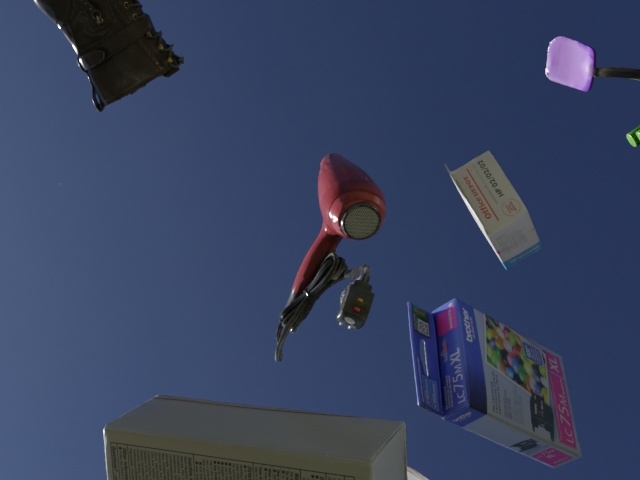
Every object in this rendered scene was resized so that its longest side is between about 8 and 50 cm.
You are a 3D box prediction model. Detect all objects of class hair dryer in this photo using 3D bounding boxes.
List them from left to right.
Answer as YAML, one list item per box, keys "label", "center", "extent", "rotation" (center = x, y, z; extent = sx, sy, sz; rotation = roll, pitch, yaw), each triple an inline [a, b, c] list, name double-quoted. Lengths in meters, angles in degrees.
- label: "hair dryer"
  center: [0.000, 0.000, 1.111]
  extent: [0.080, 0.224, 0.293]
  rotation: [29, -122, -25]

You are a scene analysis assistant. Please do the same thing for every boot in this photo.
- label: "boot"
  center: [-0.266, -0.330, 1.175]
  extent: [0.263, 0.091, 0.229]
  rotation: [-32, -72, 16]

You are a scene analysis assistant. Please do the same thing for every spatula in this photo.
- label: "spatula"
  center: [0.497, -0.263, 1.355]
  extent: [0.030, 0.297, 0.084]
  rotation: [-42, -40, -40]

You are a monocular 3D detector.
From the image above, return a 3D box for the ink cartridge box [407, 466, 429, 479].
- label: "ink cartridge box"
  center: [0.063, 0.503, 1.418]
  extent: [0.117, 0.283, 0.207]
  rotation: [33, -123, -6]

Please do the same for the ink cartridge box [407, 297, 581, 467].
- label: "ink cartridge box"
  center: [0.265, 0.210, 1.288]
  extent: [0.311, 0.065, 0.185]
  rotation: [26, -136, -29]

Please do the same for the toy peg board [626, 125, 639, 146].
- label: "toy peg board"
  center: [0.467, -0.105, 1.062]
  extent: [0.079, 0.161, 0.160]
  rotation: [-33, -86, 2]

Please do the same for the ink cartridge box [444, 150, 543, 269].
- label: "ink cartridge box"
  center: [0.229, -0.043, 1.112]
  extent: [0.062, 0.181, 0.104]
  rotation: [-31, -118, 9]

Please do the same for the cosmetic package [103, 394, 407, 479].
- label: "cosmetic package"
  center: [-0.069, 0.267, 0.905]
  extent: [0.310, 0.113, 0.160]
  rotation: [2, -79, 23]
